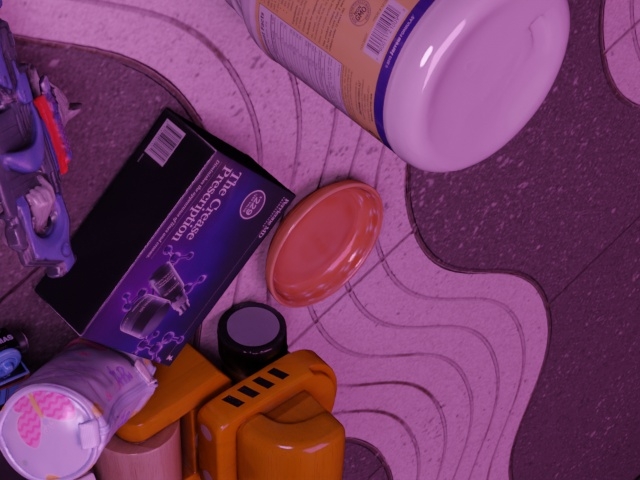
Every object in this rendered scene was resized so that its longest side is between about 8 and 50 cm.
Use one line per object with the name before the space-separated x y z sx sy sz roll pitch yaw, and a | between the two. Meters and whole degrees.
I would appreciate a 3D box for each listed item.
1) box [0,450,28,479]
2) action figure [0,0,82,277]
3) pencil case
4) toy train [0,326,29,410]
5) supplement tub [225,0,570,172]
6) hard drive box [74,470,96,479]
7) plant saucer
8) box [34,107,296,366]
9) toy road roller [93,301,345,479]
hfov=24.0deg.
box | -0.428 0.260 1.764 0.184 0.045 0.191 -21 139 -33
action figure | -0.371 -0.111 1.407 0.330 0.178 0.341 -22 109 -45
pencil case | -0.270 0.186 1.702 0.273 0.124 0.114 -48 149 -78
toy train | -0.406 0.158 1.658 0.184 0.080 0.105 -24 145 -35
supplement tub | 0.068 -0.248 1.574 0.241 0.331 0.241 -30 143 -27
hard drive box | -0.363 0.410 1.844 0.232 0.089 0.181 -23 96 -33
plant saucer | 0.000 0.000 2.020 0.200 0.037 0.200 -32 144 -27
box | -0.177 0.002 1.753 0.261 0.103 0.184 -53 150 6
toy road roller | -0.114 0.257 1.954 0.329 0.240 0.202 -30 142 -28
